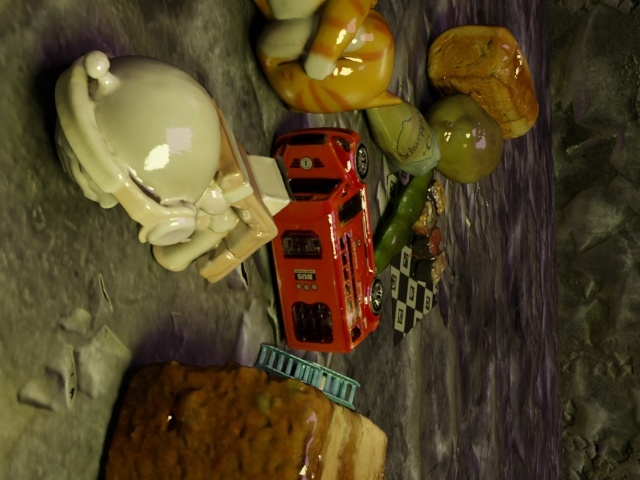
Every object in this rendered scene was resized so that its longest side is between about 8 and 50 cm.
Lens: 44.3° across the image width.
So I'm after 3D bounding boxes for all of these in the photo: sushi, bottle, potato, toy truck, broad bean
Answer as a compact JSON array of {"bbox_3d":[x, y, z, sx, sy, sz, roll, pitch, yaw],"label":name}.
[{"bbox_3d":[0.189,0.012,1.395,0.264,0.050,0.289,-25,114,-62],"label":"sushi"},{"bbox_3d":[0.109,-0.176,1.178,0.270,0.083,0.083,34,60,-59],"label":"bottle"},{"bbox_3d":[0.253,-0.181,1.425,0.137,0.154,0.200,-50,163,6],"label":"potato"},{"bbox_3d":[0.000,0.000,0.919,0.114,0.108,0.252,-42,128,-58],"label":"toy truck"},{"bbox_3d":[0.121,-0.020,1.241,0.297,0.043,0.060,-57,139,-40],"label":"broad bean"},{"bbox_3d":[-0.025,0.169,0.937,0.136,0.074,0.063,25,59,-18],"label":"toy truck"}]

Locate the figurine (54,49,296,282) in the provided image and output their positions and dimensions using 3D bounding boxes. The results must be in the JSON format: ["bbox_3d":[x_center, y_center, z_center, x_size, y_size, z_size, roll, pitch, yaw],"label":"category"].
[{"bbox_3d":[-0.131,-0.063,0.636,0.237,0.141,0.162,40,27,-56],"label":"figurine"}]

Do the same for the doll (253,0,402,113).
[{"bbox_3d":[-0.004,-0.262,0.847,0.162,0.167,0.269,-41,130,-56],"label":"doll"}]

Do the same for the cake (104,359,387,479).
[{"bbox_3d":[-0.044,0.235,0.728,0.293,0.196,0.198,39,54,-58],"label":"cake"}]

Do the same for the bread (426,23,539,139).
[{"bbox_3d":[0.324,-0.301,1.525,0.294,0.167,0.132,32,55,-59],"label":"bread"}]
